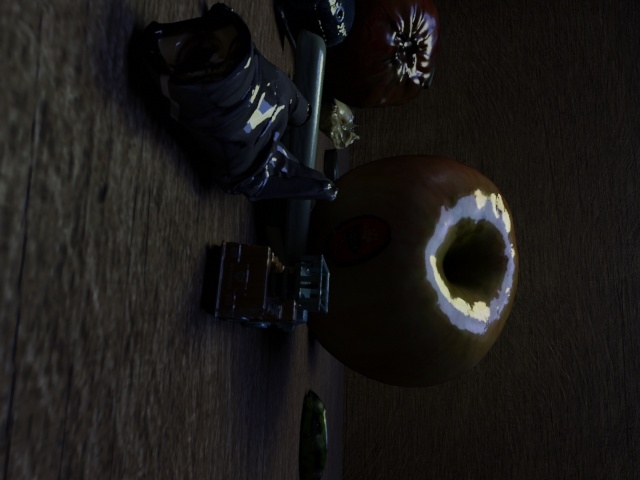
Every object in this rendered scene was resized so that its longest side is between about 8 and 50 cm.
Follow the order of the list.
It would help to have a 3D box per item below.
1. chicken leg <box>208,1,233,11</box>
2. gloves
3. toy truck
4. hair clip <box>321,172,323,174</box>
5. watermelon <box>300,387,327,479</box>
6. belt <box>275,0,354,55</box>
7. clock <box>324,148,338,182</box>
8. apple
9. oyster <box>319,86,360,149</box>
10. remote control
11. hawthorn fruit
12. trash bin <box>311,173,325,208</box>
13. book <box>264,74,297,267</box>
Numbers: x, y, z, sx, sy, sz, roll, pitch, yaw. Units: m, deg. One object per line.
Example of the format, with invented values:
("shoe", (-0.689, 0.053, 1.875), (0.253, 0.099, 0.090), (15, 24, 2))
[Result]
("chicken leg", (-0.077, -0.187, 0.488), (0.205, 0.053, 0.093), (110, -40, -88))
("gloves", (-0.056, -0.110, 0.398), (0.285, 0.119, 0.142), (39, 66, -64))
("toy truck", (-0.048, 0.060, 0.479), (0.178, 0.115, 0.080), (74, 18, -73))
("hair clip", (0.011, -0.123, 1.281), (0.049, 0.049, 0.173), (-25, 114, -82))
("watermelon", (-0.021, 0.506, 1.035), (0.119, 0.063, 0.245), (137, -46, -81))
("belt", (-0.008, -0.457, 0.724), (0.128, 0.122, 0.218), (57, 32, -59))
("clock", (0.040, -0.240, 1.488), (0.184, 0.040, 0.185), (0, 90, -83))
("apple", (0.137, 0.054, 0.727), (0.346, 0.391, 0.392), (-8, -101, 59))
("oyster", (0.031, -0.370, 1.110), (0.275, 0.100, 0.271), (62, 26, -1))
("remote control", (-0.024, -0.117, 0.567), (0.090, 0.038, 0.310), (-88, -177, -66))
("hawthorn fruit", (0.104, -0.449, 0.932), (0.324, 0.308, 0.308), (19, -67, 57))
("trash bin", (-0.006, -0.133, 1.122), (0.061, 0.043, 0.092), (-44, 131, -80))
("book", (-0.048, -0.103, 0.803), (0.264, 0.031, 0.379), (83, 11, -56))
